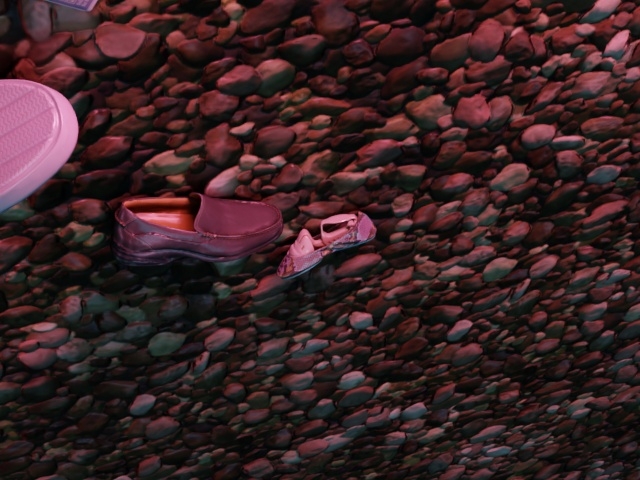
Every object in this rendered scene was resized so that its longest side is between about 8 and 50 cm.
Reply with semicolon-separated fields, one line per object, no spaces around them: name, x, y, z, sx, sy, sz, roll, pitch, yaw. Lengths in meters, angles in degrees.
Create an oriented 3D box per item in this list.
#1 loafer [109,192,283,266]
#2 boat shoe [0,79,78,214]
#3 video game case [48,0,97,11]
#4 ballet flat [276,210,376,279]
loafer;-0.114;-0.016;1.277;0.170;0.062;0.061;-9;139;-20
boat shoe;-0.319;-0.042;1.110;0.302;0.109;0.094;-23;163;18
video game case;-0.196;-0.256;0.931;0.183;0.023;0.201;10;135;-38
ballet flat;0.000;0.000;1.388;0.114;0.041;0.041;-26;146;5
